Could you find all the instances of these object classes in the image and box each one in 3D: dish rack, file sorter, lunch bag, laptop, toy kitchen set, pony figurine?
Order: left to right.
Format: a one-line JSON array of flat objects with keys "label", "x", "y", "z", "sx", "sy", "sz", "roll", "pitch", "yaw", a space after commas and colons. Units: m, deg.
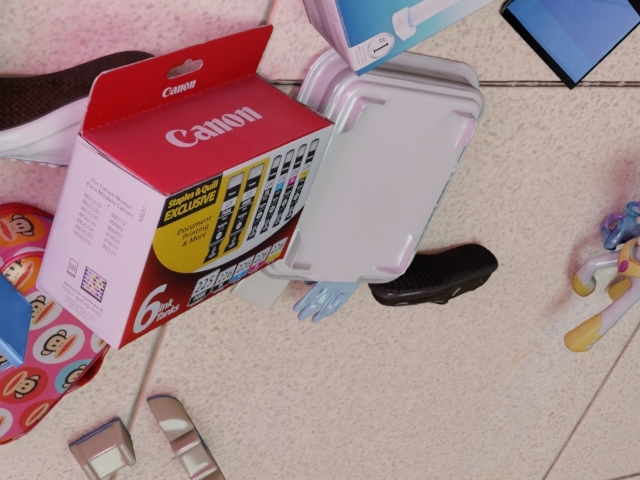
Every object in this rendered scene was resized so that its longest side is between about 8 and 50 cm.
[{"label": "file sorter", "x": -0.392, "y": 0.065, "z": 1.336, "sx": 0.104, "sy": 0.118, "sz": 0.170, "roll": -34, "pitch": 116, "yaw": 10}, {"label": "lunch bag", "x": -0.355, "y": 0.111, "z": 1.543, "sx": 0.293, "sy": 0.120, "sz": 0.258, "roll": -46, "pitch": 141, "yaw": 12}, {"label": "toy kitchen set", "x": -0.243, "y": 0.324, "z": 1.880, "sx": 0.166, "sy": 0.122, "sz": 0.207, "roll": -29, "pitch": 121, "yaw": -7}, {"label": "dish rack", "x": 0.065, "y": -0.077, "z": 1.671, "sx": 0.286, "sy": 0.072, "sz": 0.332, "roll": 3, "pitch": 122, "yaw": -39}, {"label": "laptop", "x": 0.407, "y": -0.297, "z": 1.670, "sx": 0.234, "sy": 0.264, "sz": 0.136, "roll": 32, "pitch": 71, "yaw": -50}, {"label": "pony figurine", "x": 0.582, "y": 0.031, "z": 2.072, "sx": 0.351, "sy": 0.302, "sz": 0.363, "roll": -5, "pitch": 148, "yaw": -21}]

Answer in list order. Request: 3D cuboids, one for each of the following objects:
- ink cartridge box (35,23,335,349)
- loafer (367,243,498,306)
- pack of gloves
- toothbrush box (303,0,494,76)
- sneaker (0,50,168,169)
[{"label": "ink cartridge box", "x": -0.133, "y": -0.068, "z": 1.422, "sx": 0.309, "sy": 0.130, "sz": 0.271, "roll": -30, "pitch": 148, "yaw": -51}, {"label": "loafer", "x": 0.164, "y": 0.067, "z": 1.912, "sx": 0.220, "sy": 0.080, "sz": 0.078, "roll": -9, "pitch": 134, "yaw": -30}, {"label": "pack of gloves", "x": 0.000, "y": 0.000, "z": 1.769, "sx": 0.195, "sy": 0.046, "sz": 0.232, "roll": 27, "pitch": 103, "yaw": -45}, {"label": "toothbrush box", "x": 0.115, "y": -0.349, "z": 1.410, "sx": 0.296, "sy": 0.126, "sz": 0.216, "roll": -30, "pitch": 140, "yaw": -7}, {"label": "sneaker", "x": -0.293, "y": -0.107, "z": 1.374, "sx": 0.290, "sy": 0.106, "sz": 0.123, "roll": -15, "pitch": 135, "yaw": -26}]
